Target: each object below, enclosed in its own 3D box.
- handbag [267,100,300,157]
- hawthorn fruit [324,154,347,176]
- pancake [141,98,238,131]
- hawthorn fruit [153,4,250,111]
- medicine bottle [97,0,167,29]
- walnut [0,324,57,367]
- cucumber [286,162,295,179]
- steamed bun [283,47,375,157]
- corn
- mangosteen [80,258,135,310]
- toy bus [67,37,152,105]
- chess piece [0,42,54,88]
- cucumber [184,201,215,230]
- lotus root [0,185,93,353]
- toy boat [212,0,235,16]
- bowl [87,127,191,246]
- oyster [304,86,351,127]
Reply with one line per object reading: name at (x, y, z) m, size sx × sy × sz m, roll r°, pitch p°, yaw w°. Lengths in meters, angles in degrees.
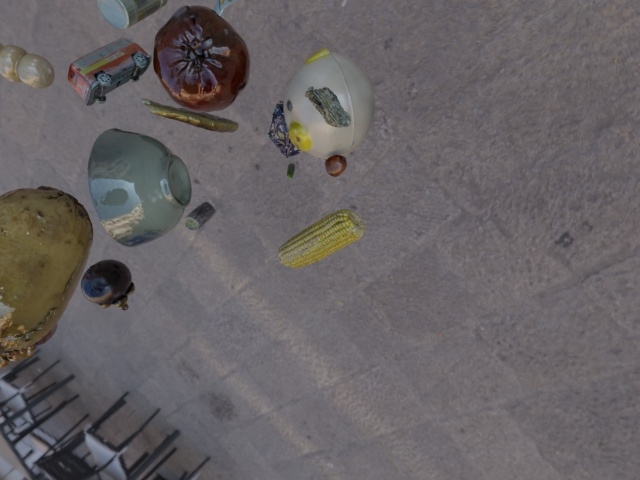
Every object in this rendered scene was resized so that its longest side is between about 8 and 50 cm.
handbag at (-0.144, -0.479, 1.814) m, size 0.161 × 0.113 × 0.260 m, roll 53°, pitch 150°, yaw 15°
hawthorn fruit at (0.053, -0.253, 1.427) m, size 0.077 × 0.077 × 0.077 m, roll 17°, pitch 125°, yaw 25°
pancake at (-0.573, -0.548, 1.888) m, size 0.305 × 0.427 × 0.066 m, roll 22°, pitch 108°, yaw 22°
hawthorn fruit at (-0.360, -0.552, 1.326) m, size 0.309 × 0.324 × 0.307 m, roll 3°, pitch 115°, yaw 7°
medicine bottle at (-0.244, -0.315, 0.555) m, size 0.047 × 0.083 × 0.047 m, roll 18°, pitch 142°, yaw 15°
walnut at (-0.945, 0.262, 1.295) m, size 0.222 × 0.269 × 0.243 m, roll -10°, pitch 72°, yaw 20°
cucumber at (-0.136, -0.330, 1.976) m, size 0.039 × 0.167 × 0.039 m, roll 0°, pitch 122°, yaw 1°
steamed bun at (0.027, -0.451, 1.452) m, size 0.334 × 0.334 × 0.374 m, roll 43°, pitch 163°, yaw 4°
corn at (0.000, 0.000, 0.784) m, size 0.165 × 0.085 × 0.063 m, roll -30°, pitch 80°, yaw 26°
mangosteen at (-0.862, 0.190, 1.748) m, size 0.194 × 0.194 × 0.230 m, roll 0°, pitch 131°, yaw 34°
toy bus at (-0.669, -0.549, 1.356) m, size 0.120 × 0.265 × 0.121 m, roll 46°, pitch 143°, yaw -13°
chess piece at (-0.950, -0.545, 1.289) m, size 0.261 × 0.142 × 0.142 m, roll 17°, pitch 131°, yaw -10°
cucumber at (-0.404, -0.083, 1.434) m, size 0.064 × 0.112 × 0.064 m, roll 17°, pitch 131°, yaw 20°
lotus root at (-0.452, 0.051, 0.632) m, size 0.160 × 0.283 × 0.146 m, roll 15°, pitch 154°, yaw -9°
toy boat at (-0.353, -0.906, 1.601) m, size 0.220 × 0.067 × 0.290 m, roll 44°, pitch 109°, yaw 41°
bowl at (-0.406, -0.131, 1.029) m, size 0.147 × 0.289 × 0.288 m, roll -5°, pitch 117°, yaw 7°
oyster at (0.022, -0.342, 1.093) m, size 0.064 × 0.177 × 0.124 m, roll -34°, pitch 88°, yaw 16°
